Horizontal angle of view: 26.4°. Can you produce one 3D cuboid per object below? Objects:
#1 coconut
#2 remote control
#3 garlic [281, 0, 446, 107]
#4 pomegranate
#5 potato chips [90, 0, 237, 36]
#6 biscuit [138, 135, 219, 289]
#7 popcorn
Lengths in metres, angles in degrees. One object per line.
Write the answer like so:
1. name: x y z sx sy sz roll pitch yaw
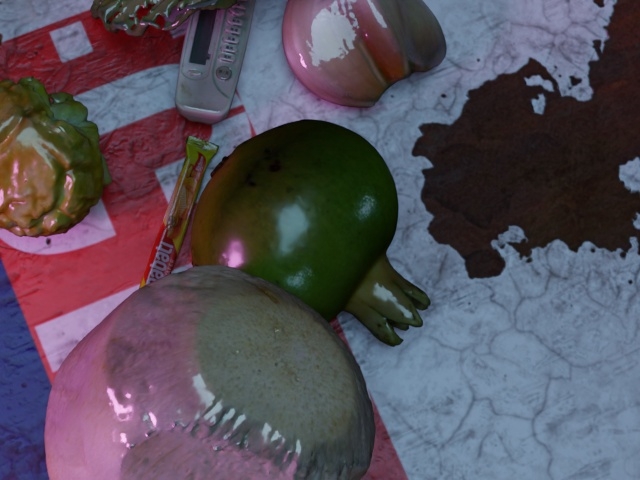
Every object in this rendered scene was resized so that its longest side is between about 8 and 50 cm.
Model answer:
1. coconut: -0.139 0.234 1.705 0.415 0.415 0.345 28 50 2
2. remote control: -0.153 -0.278 1.979 0.090 0.049 0.230 10 69 0
3. garlic: 0.047 -0.310 1.978 0.217 0.110 0.228 -36 83 -7
4. pomegranate: 0.000 0.000 1.849 0.358 0.216 0.310 39 74 4
5. potato chips: -0.180 -0.467 1.992 0.389 0.097 0.373 -22 65 -7
6. biscuit: -0.211 -0.008 1.932 0.048 0.026 0.292 22 76 -19
7. popcorn: -0.398 -0.110 1.863 0.204 0.183 0.221 -36 85 20
